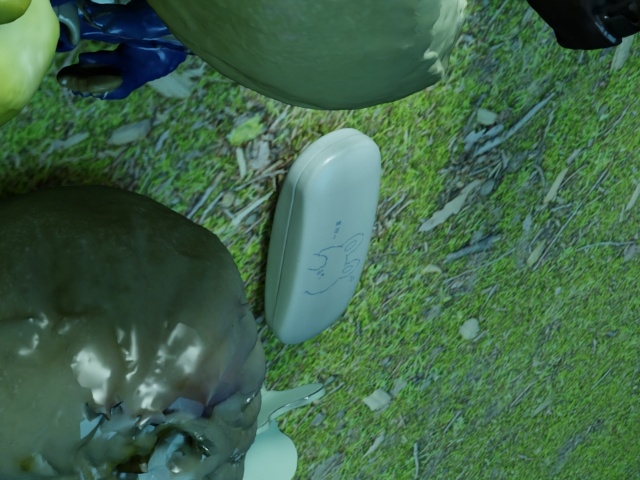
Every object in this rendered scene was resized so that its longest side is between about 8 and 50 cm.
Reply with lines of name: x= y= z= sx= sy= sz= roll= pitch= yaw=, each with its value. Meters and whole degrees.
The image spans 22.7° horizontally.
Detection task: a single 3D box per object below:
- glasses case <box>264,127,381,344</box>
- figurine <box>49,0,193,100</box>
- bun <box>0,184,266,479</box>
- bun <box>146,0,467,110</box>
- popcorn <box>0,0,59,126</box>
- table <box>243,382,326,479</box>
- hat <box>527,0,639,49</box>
glasses case: x=0.000 y=0.000 z=1.404 sx=0.092 sy=0.059 sz=0.233 roll=-27 pitch=146 yaw=-35
figurine: x=-0.093 y=-0.169 z=1.035 sx=0.262 sy=0.121 sz=0.164 roll=-15 pitch=176 yaw=-33
bun: x=-0.156 y=0.098 z=1.128 sx=0.281 sy=0.205 sz=0.282 roll=-24 pitch=128 yaw=-35
bun: x=-0.036 y=-0.244 z=0.827 sx=0.202 sy=0.364 sz=0.364 roll=-8 pitch=147 yaw=5
popcorn: x=-0.237 y=-0.178 z=0.646 sx=0.312 sy=0.312 sz=0.312 roll=-33 pitch=148 yaw=-24
table: x=-0.106 y=0.168 z=1.382 sx=0.198 sy=0.166 sz=0.166 roll=-28 pitch=146 yaw=-45
hat: x=0.250 y=-0.303 z=1.309 sx=0.238 sy=0.209 sz=0.336 roll=-31 pitch=-169 yaw=34
